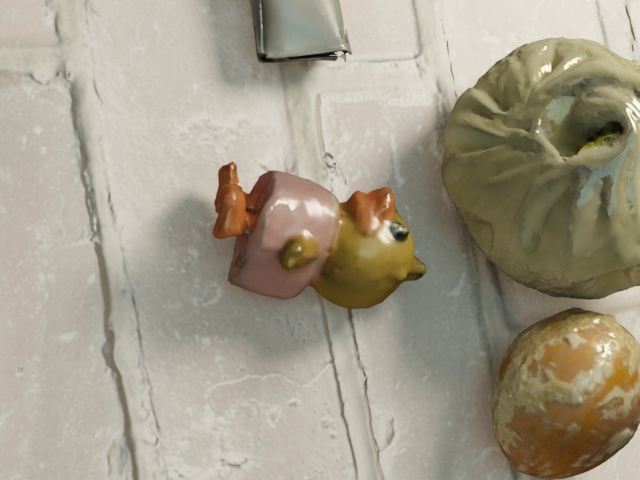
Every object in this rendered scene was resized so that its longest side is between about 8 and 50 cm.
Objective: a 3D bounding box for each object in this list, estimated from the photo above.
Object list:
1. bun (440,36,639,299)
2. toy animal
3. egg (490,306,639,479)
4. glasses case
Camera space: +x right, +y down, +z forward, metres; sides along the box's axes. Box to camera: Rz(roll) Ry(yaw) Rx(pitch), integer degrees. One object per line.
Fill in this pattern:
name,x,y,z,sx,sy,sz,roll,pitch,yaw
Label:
bun,0.328,-0.099,1.443,0.360,0.211,0.359,-3,78,15
toy animal,0.001,0.004,1.417,0.281,0.195,0.169,8,117,-9
egg,0.316,0.198,1.441,0.195,0.195,0.233,23,92,-9
glasses case,-0.052,-0.374,1.515,0.128,0.083,0.308,-12,82,-10
